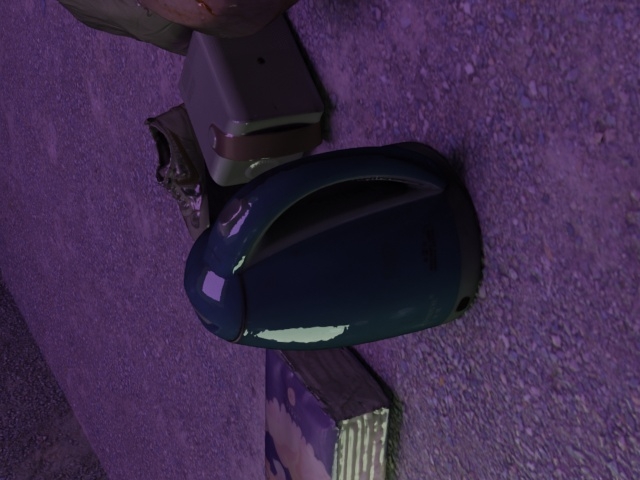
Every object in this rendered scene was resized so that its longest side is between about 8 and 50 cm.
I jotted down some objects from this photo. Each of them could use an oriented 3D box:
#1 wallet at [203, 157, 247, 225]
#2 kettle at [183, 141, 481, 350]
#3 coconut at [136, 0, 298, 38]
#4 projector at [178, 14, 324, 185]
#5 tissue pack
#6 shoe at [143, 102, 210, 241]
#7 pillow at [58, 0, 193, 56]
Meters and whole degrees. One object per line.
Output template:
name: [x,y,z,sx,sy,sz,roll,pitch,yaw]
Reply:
wallet: [-0.121,-0.034,1.930,0.318,0.045,0.172,35,130,54]
kettle: [0.000,0.000,1.371,0.247,0.342,0.319,58,149,33]
coconut: [-0.115,-0.430,1.458,0.323,0.323,0.323,39,136,51]
projector: [-0.106,-0.208,1.680,0.242,0.163,0.177,66,154,24]
tissue pack: [0.004,0.337,1.780,0.242,0.125,0.343,44,140,47]
shoe: [-0.258,-0.120,2.104,0.103,0.098,0.275,-3,102,67]
pillow: [-0.294,-0.356,1.763,0.274,0.281,0.076,45,-120,-80]
